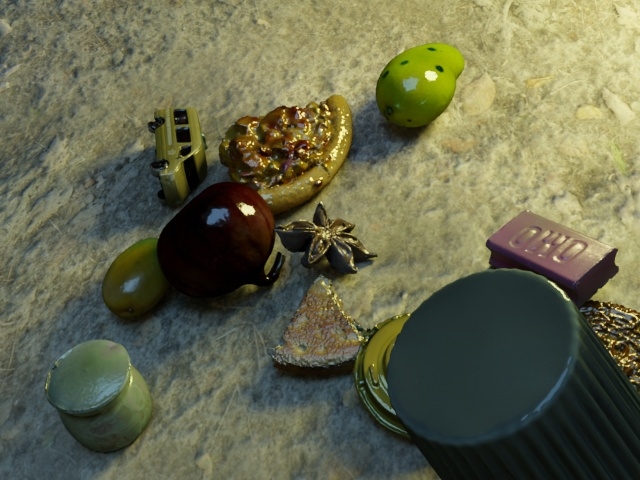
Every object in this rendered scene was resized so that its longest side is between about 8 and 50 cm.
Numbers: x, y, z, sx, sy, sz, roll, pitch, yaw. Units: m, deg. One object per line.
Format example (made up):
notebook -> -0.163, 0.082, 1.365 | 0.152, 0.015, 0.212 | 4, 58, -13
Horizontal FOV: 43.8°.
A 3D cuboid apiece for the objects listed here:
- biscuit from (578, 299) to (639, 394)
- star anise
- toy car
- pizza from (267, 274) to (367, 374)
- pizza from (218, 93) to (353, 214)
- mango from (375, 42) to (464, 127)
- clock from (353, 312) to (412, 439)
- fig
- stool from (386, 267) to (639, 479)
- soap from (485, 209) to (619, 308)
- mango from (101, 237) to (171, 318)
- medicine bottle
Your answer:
biscuit -> 0.441, 0.211, 1.269 | 0.306, 0.038, 0.305 | -6, 46, 6
star anise -> 0.015, 0.009, 1.508 | 0.172, 0.063, 0.208 | 35, 30, 11
toy car -> -0.311, -0.191, 1.763 | 0.125, 0.101, 0.256 | -12, 45, -4
pizza -> 0.002, 0.150, 1.404 | 0.185, 0.052, 0.195 | -2, 54, 5
pizza -> -0.083, -0.192, 1.719 | 0.278, 0.114, 0.409 | 31, 57, 28
mango -> 0.228, -0.360, 1.790 | 0.175, 0.142, 0.293 | 17, 43, 23
clock -> 0.170, 0.208, 1.290 | 0.237, 0.057, 0.237 | 0, 54, 0
fig -> -0.186, 0.003, 1.481 | 0.235, 0.235, 0.214 | -20, 90, -7
stool -> 0.264, 0.232, 1.029 | 0.297, 0.330, 0.297 | -24, 39, 21
soap -> 0.406, 0.029, 1.408 | 0.122, 0.065, 0.203 | -36, 40, -21
mango -> -0.348, 0.066, 1.542 | 0.130, 0.091, 0.194 | -6, 37, 10
medicine bottle -> -0.365, 0.257, 1.322 | 0.147, 0.143, 0.147 | -6, 45, 6
